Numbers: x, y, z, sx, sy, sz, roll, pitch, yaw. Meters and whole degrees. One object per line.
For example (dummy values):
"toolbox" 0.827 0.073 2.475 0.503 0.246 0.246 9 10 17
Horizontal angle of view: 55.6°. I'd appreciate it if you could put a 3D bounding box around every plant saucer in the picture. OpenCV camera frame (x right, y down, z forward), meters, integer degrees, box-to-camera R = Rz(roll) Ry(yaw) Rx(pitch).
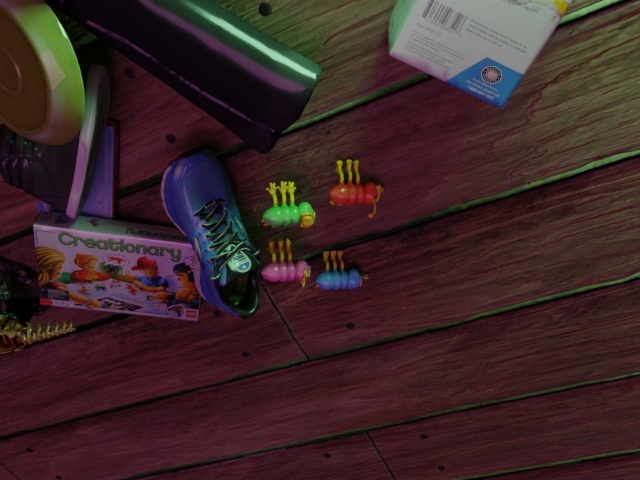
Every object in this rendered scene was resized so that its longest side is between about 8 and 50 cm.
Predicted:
"plant saucer" -0.426 -0.240 0.846 0.240 0.037 0.241 18 125 27

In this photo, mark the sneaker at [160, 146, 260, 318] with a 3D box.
"sneaker" -0.163 -0.004 1.037 0.129 0.147 0.330 -32 127 -25

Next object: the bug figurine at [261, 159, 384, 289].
"bug figurine" 0.000 0.000 1.064 0.216 0.072 0.279 -5 128 -17

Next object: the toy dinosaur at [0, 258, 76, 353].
"toy dinosaur" -0.645 0.167 1.197 0.321 0.218 0.164 20 124 -6

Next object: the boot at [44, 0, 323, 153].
"boot" -0.194 -0.302 0.770 0.445 0.367 0.146 36 79 -13

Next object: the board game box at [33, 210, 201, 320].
"board game box" -0.376 0.053 1.158 0.305 0.053 0.193 7 125 -9

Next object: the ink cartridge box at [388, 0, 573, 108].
"ink cartridge box" 0.213 -0.330 0.773 0.171 0.168 0.233 23 124 -9

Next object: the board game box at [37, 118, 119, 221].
"board game box" -0.441 -0.102 1.102 0.144 0.027 0.281 13 125 -4

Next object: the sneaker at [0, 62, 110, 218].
"sneaker" -0.432 -0.169 0.972 0.146 0.105 0.296 21 129 -14

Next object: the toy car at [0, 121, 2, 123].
"toy car" -0.532 -0.297 0.953 0.238 0.053 0.225 0 118 8

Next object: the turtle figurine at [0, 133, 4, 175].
"turtle figurine" -0.692 -0.112 1.030 0.266 0.275 0.198 3 159 0
